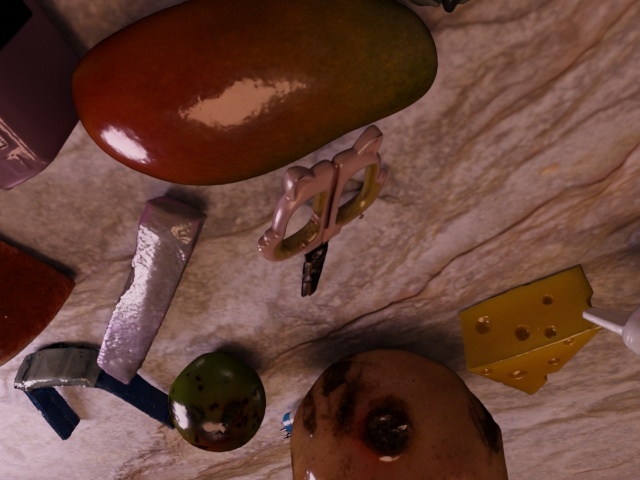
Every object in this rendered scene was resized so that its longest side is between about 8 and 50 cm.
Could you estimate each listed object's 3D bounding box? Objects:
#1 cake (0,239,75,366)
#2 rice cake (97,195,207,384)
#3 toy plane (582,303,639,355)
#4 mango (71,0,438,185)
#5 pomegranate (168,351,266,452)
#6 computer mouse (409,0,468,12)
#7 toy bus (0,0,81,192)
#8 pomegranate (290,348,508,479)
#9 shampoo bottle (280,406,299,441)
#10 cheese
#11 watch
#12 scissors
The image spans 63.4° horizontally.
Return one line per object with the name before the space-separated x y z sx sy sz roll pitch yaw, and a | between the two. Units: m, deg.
cake | -0.449 0.036 0.666 0.158 0.159 0.262 -26 96 29
rice cake | -0.235 0.079 0.690 0.070 0.064 0.399 26 134 -11
toy plane | 0.415 0.075 0.572 0.252 0.118 0.252 -11 113 -28
mango | -0.053 -0.125 0.409 0.289 0.129 0.146 -17 134 9
pomegranate | -0.179 0.270 0.839 0.156 0.156 0.220 27 137 -24
computer mouse | 0.082 -0.242 0.315 0.105 0.062 0.192 -1 144 4
toy bus | -0.290 -0.146 0.389 0.142 0.142 0.202 -7 138 19
pomegranate | 0.106 0.312 0.740 0.322 0.322 0.322 2 138 2
shampoo bottle | -0.003 0.330 0.964 0.087 0.050 0.183 31 131 -32
cheese | 0.286 0.113 0.673 0.126 0.093 0.171 23 133 -20
watch | -0.437 0.282 0.937 0.276 0.068 0.274 -13 140 16
scissors | 0.000 0.000 0.572 0.160 0.024 0.317 -32 159 -20
